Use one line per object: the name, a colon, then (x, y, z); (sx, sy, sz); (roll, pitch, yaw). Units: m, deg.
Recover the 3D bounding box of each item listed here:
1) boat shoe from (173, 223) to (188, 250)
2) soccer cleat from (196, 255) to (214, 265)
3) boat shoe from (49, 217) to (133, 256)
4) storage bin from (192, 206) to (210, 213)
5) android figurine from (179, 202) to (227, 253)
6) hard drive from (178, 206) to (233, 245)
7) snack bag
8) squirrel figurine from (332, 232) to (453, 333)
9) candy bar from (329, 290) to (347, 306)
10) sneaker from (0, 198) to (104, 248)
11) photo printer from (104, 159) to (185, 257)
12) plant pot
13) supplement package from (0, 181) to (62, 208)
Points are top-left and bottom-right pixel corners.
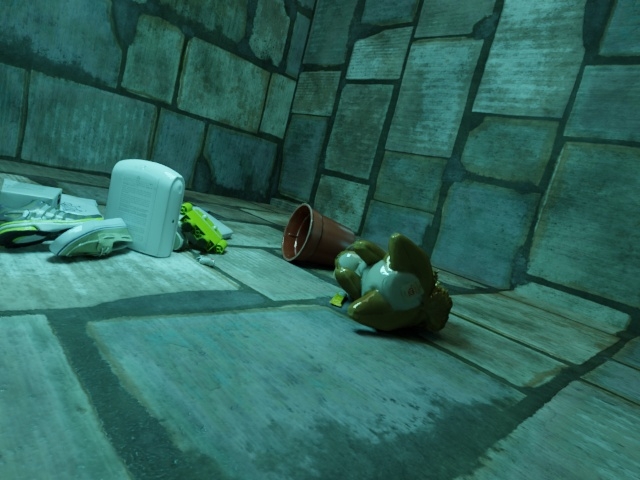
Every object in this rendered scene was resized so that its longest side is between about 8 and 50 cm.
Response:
boat shoe: (-0.583, -0.056, 1.555); (0.227, 0.081, 0.069); (56, 9, 15)
soccer cleat: (-0.405, 0.073, 1.436); (0.083, 0.029, 0.036); (16, 17, 38)
boat shoe: (-0.668, -0.001, 1.230); (0.094, 0.109, 0.302); (52, 15, -5)
storage bin: (-0.646, -0.122, 2.119); (0.098, 0.090, 0.135); (15, 7, 7)
android figurine: (-0.480, -0.050, 1.665); (0.248, 0.056, 0.273); (49, 7, -9)
hard drive: (-0.565, -0.073, 1.860); (0.233, 0.047, 0.353); (34, 11, 5)
snack bag: (-1.050, -0.160, 1.612); (0.343, 0.037, 0.323); (14, 9, -37)
squirrel figurine: (0.223, 0.153, 1.357); (0.397, 0.280, 0.370); (26, -6, -20)
candy bar: (0.065, 0.198, 1.407); (0.040, 0.018, 0.161); (19, 8, 9)
sneaker: (-0.788, -0.064, 1.198); (0.121, 0.111, 0.300); (60, 26, 10)
photo printer: (-0.610, -0.120, 1.412); (0.256, 0.307, 0.107); (15, 8, 13)
plant pot: (0.000, 0.000, 1.888); (0.265, 0.272, 0.272); (19, 5, -27)
supplement package: (-0.933, -0.101, 1.321); (0.134, 0.138, 0.244); (8, 11, -28)
